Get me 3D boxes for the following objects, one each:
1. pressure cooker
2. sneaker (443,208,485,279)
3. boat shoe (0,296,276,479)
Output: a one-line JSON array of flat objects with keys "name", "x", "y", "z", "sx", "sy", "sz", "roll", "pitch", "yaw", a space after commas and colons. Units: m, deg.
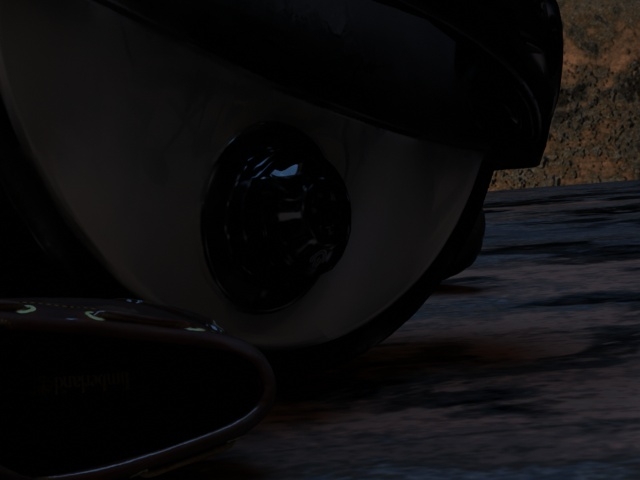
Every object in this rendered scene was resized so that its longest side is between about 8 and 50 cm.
[{"name": "pressure cooker", "x": -0.103, "y": -0.105, "z": 0.736, "sx": 0.420, "sy": 0.375, "sz": 0.370, "roll": -1, "pitch": 30, "yaw": 44}, {"name": "sneaker", "x": 0.000, "y": 0.000, "z": 1.140, "sx": 0.130, "sy": 0.109, "sz": 0.286, "roll": -21, "pitch": 7, "yaw": -42}, {"name": "boat shoe", "x": -0.115, "y": 0.051, "z": 0.484, "sx": 0.207, "sy": 0.073, "sz": 0.073, "roll": -7, "pitch": 2, "yaw": -29}]
